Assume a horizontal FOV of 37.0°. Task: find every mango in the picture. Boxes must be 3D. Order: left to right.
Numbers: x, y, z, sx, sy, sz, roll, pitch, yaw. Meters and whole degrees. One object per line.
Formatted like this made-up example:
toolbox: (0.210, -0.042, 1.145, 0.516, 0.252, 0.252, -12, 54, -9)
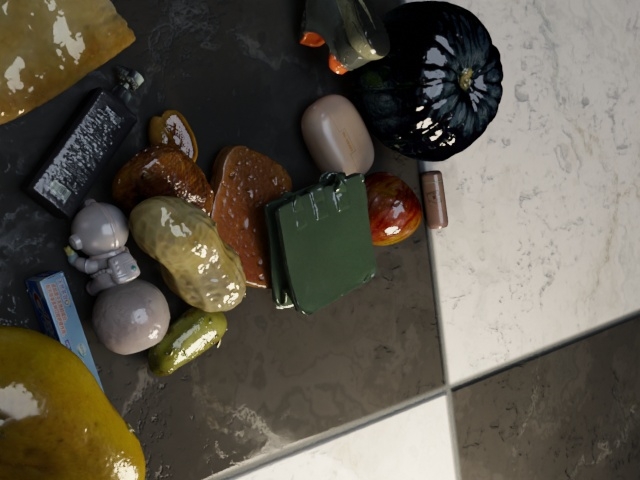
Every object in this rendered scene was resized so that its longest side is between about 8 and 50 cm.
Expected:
mango: (-0.480, 0.319, 1.600, 0.445, 0.220, 0.301, 36, 84, -33)

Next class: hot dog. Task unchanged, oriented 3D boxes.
hot dog: (-0.296, -0.096, 1.793, 0.160, 0.099, 0.227, -41, 146, -4)
hot dog: (-0.285, -0.183, 1.866, 0.090, 0.060, 0.140, -37, 106, -28)

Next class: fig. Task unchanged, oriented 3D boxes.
fig: (0.123, -0.045, 2.142, 0.207, 0.175, 0.175, -44, 118, -8)

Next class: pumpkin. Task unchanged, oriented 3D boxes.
pumpkin: (0.244, -0.356, 2.155, 0.363, 0.266, 0.363, -5, 97, -43)

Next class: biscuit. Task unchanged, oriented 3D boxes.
biscuit: (-0.576, -0.414, 1.593, 0.446, 0.104, 0.429, -43, 117, -31)
biscuit: (-0.135, -0.043, 1.991, 0.262, 0.052, 0.277, 15, 83, -41)

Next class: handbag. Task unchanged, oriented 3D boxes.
handbag: (-0.001, 0.000, 2.012, 0.247, 0.079, 0.260, -25, 115, -38)

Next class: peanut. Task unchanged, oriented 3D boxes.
peanut: (-0.243, 0.024, 1.779, 0.149, 0.149, 0.313, -60, 147, -21)

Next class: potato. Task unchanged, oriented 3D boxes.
potato: (-0.263, 0.191, 1.875, 0.188, 0.085, 0.105, -41, 137, -27)

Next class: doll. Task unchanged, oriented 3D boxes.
doll: (-0.374, 0.061, 1.746, 0.151, 0.151, 0.287, -25, 103, -36)

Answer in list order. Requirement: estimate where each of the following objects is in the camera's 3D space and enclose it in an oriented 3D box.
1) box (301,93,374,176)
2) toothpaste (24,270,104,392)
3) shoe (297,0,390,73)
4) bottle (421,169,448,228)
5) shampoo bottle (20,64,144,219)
box: (0.039, -0.221, 2.103, 0.146, 0.088, 0.200, -41, 114, -28)
toothpaste: (-0.457, 0.189, 1.725, 0.053, 0.066, 0.272, -25, 106, -37)
shoe: (0.015, -0.494, 2.060, 0.132, 0.171, 0.336, 5, 56, -53)
bottle: (0.277, -0.099, 2.320, 0.053, 0.053, 0.140, -14, 99, -38)
shampoo bottle: (-0.417, -0.189, 1.747, 0.098, 0.071, 0.309, 43, 66, -30)
